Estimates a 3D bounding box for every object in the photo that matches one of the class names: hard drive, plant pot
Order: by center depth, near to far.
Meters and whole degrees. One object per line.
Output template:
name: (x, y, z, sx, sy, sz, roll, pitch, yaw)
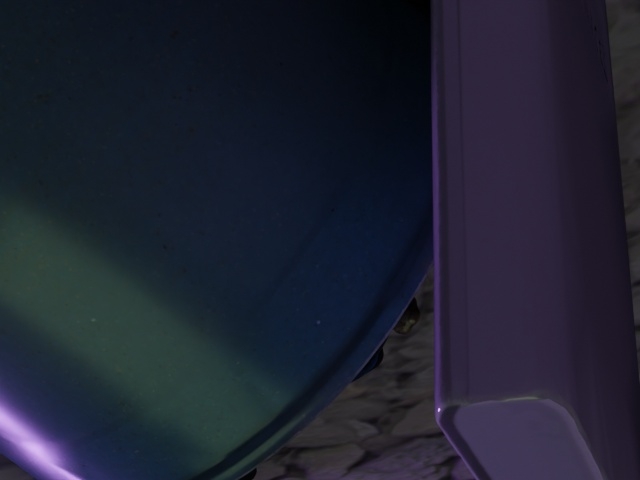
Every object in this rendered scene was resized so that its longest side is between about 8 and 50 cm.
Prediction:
hard drive: (0.082, -0.047, 0.549, 0.040, 0.307, 0.203, -8, 150, 17)
plant pot: (-0.121, -0.066, 0.599, 0.271, 0.271, 0.255, -24, 129, 38)

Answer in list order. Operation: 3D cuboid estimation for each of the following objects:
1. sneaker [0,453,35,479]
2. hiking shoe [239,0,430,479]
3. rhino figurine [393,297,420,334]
sneaker: (-0.273, 0.162, 1.164, 0.297, 0.129, 0.111, -5, 155, -29)
hiking shoe: (0.000, 0.000, 0.752, 0.304, 0.113, 0.132, -43, 121, 12)
rhino figurine: (0.066, -0.020, 0.848, 0.106, 0.073, 0.243, 14, 148, -28)
